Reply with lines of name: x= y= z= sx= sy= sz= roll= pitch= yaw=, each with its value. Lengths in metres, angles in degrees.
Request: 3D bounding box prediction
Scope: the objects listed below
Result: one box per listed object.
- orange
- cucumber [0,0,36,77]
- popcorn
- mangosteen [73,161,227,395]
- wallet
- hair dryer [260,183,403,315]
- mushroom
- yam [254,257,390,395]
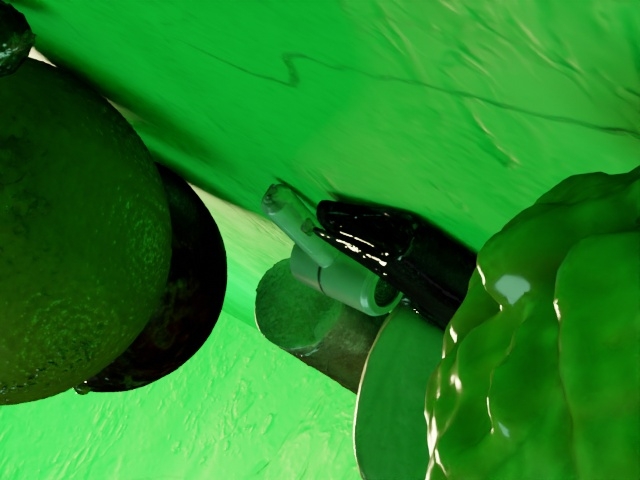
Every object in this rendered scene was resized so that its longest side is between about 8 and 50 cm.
orange: x=-0.243 y=-0.009 z=1.361 sx=0.274 sy=0.274 sz=0.274 roll=29 pitch=174 yaw=3
cucumber: x=-0.269 y=-0.153 z=1.216 sx=0.293 sy=0.068 sz=0.067 roll=22 pitch=170 yaw=43
popcorn: x=0.146 y=0.088 z=0.600 sx=0.259 sy=0.212 sz=0.259 roll=36 pitch=178 yaw=1
mangosteen: x=-0.200 y=0.000 z=1.659 sx=0.231 sy=0.231 sz=0.289 roll=34 pitch=-149 yaw=-35
wallet: x=0.138 y=0.070 z=1.226 sx=0.318 sy=0.045 sz=0.172 roll=34 pitch=171 yaw=-24
hair dryer: x=0.000 y=0.000 z=1.330 sx=0.082 sy=0.047 sz=0.137 roll=24 pitch=164 yaw=40
mushroom: x=0.121 y=0.179 z=1.602 sx=0.236 sy=0.173 sz=0.162 roll=30 pitch=176 yaw=-3
yam: x=0.044 y=0.102 z=1.723 sx=0.093 sy=0.093 sz=0.259 roll=25 pitch=173 yaw=40
